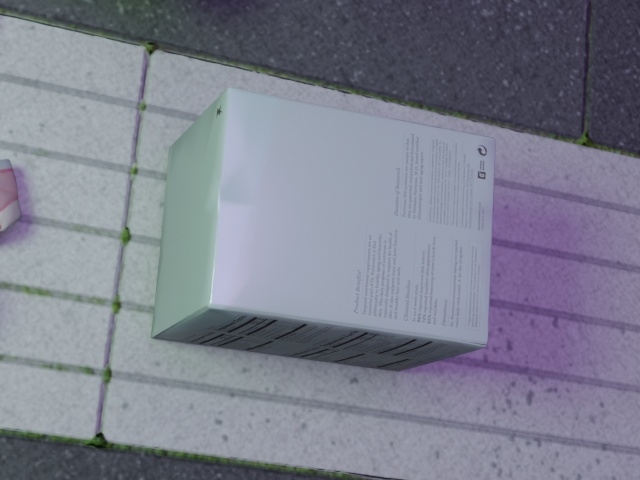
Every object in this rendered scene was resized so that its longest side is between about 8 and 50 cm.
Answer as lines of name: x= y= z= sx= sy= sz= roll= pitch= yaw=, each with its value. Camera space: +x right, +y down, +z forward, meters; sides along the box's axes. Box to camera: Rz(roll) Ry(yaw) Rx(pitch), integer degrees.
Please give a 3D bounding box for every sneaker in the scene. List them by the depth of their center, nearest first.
sneaker: x=-0.317 y=-0.030 z=1.242 sx=0.134 sy=0.051 sz=0.070 roll=-17 pitch=93 yaw=-59

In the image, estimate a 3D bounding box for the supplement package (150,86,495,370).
supplement package: x=0.000 y=0.000 z=1.300 sx=0.263 sy=0.198 sz=0.199 roll=9 pitch=75 yaw=-20
